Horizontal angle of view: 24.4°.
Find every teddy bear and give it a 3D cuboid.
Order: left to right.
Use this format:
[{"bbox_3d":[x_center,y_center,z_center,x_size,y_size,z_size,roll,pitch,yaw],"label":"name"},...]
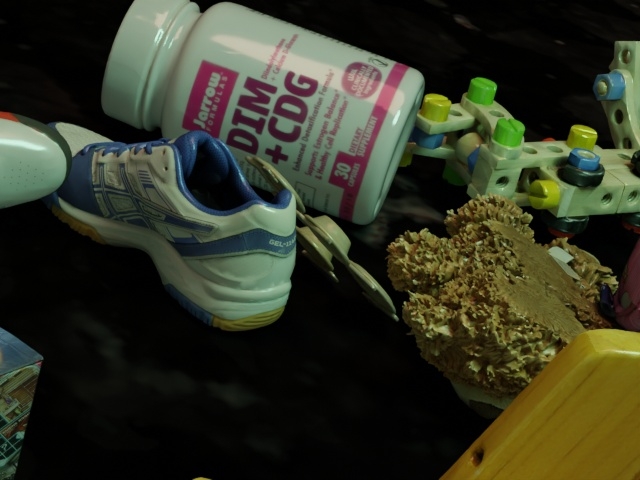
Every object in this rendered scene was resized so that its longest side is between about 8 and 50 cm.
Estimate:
[{"bbox_3d":[0.166,0.060,1.279,0.245,0.113,0.338,26,20,-14],"label":"teddy bear"}]

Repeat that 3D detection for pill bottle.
[{"bbox_3d":[-0.056,-0.135,1.428,0.283,0.160,0.160,20,26,6],"label":"pill bottle"}]

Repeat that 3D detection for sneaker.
[{"bbox_3d":[-0.330,-0.042,1.160,0.270,0.090,0.145,7,29,-15],"label":"sneaker"},{"bbox_3d":[-0.129,-0.049,1.253,0.296,0.131,0.112,31,31,27],"label":"sneaker"}]

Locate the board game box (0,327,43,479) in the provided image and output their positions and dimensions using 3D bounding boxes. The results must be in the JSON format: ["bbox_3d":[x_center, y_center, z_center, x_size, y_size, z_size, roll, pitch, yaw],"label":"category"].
[{"bbox_3d":[-0.259,0.149,0.753,0.042,0.165,0.243,33,29,26],"label":"board game box"}]

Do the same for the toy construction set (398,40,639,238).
[{"bbox_3d":[0.252,-0.101,1.566,0.327,0.151,0.215,-18,38,-23],"label":"toy construction set"}]

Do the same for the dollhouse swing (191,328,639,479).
[{"bbox_3d":[0.105,0.185,0.802,0.305,0.315,0.347,31,22,-22],"label":"dollhouse swing"}]

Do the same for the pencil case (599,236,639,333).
[{"bbox_3d":[0.417,0.107,1.182,0.386,0.167,0.160,36,1,4],"label":"pencil case"}]

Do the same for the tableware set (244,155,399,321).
[{"bbox_3d":[0.000,0.000,1.258,0.141,0.020,0.169,40,-11,44],"label":"tableware set"}]
